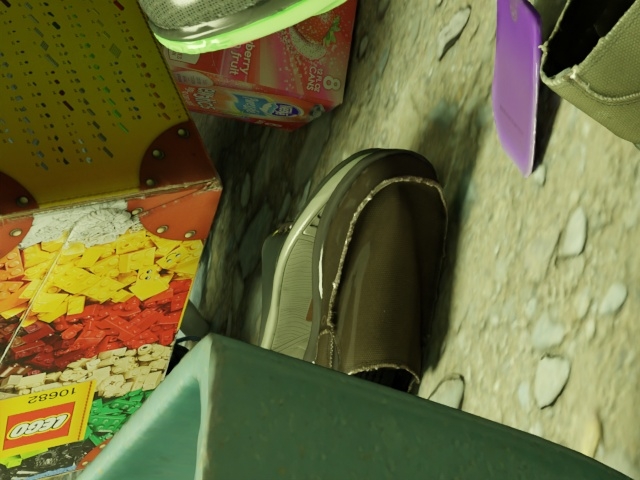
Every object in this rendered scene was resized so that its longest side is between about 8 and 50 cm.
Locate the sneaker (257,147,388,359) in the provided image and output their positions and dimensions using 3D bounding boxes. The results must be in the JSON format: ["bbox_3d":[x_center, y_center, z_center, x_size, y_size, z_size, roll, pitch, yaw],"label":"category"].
[{"bbox_3d":[0.000,0.000,1.080,0.118,0.083,0.222,-97,24,-47],"label":"sneaker"}]

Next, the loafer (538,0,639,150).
[{"bbox_3d":[0.162,-0.155,0.670,0.094,0.087,0.251,-124,48,-66],"label":"loafer"}]

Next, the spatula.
[{"bbox_3d":[0.137,-0.182,0.858,0.084,0.030,0.296,-114,39,-65],"label":"spatula"}]

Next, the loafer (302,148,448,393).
[{"bbox_3d":[0.038,0.055,0.962,0.078,0.080,0.220,36,119,60],"label":"loafer"}]

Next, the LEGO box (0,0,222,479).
[{"bbox_3d":[-0.279,-0.108,1.255,0.500,0.193,0.372,65,153,28],"label":"LEGO box"}]

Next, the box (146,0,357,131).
[{"bbox_3d":[-0.050,-0.254,1.287,0.142,0.154,0.300,162,116,-71],"label":"box"}]

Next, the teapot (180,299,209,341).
[{"bbox_3d":[-0.199,-0.012,1.559,0.252,0.187,0.256,-15,38,35],"label":"teapot"}]

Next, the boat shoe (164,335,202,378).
[{"bbox_3d":[-0.124,0.127,1.377,0.258,0.109,0.089,24,116,57],"label":"boat shoe"}]

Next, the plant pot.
[{"bbox_3d":[0.034,0.203,0.564,0.248,0.252,0.247,134,143,-59],"label":"plant pot"}]

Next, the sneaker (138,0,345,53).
[{"bbox_3d":[0.013,-0.320,0.920,0.483,0.202,0.185,-53,31,26],"label":"sneaker"}]
